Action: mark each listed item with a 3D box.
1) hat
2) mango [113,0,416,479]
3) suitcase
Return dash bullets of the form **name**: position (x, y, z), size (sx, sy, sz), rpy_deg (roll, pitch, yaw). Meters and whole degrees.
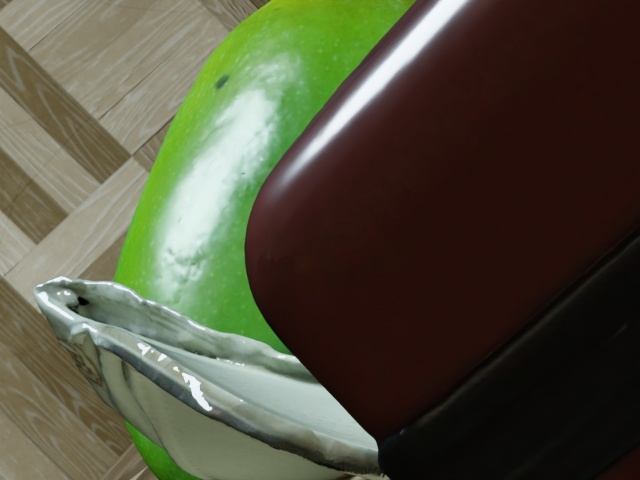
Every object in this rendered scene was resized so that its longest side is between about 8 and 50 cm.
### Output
- **hat**: position (0.034, 0.053, 0.862), size (0.258, 0.168, 0.301), rpy_deg (-30, 24, -10)
- **mango**: position (0.000, 0.000, 1.138), size (0.201, 0.225, 0.382), rpy_deg (124, 169, -59)
- **suitcase**: position (0.140, -0.060, 0.379), size (0.297, 0.161, 0.236), rpy_deg (-43, 3, 30)
